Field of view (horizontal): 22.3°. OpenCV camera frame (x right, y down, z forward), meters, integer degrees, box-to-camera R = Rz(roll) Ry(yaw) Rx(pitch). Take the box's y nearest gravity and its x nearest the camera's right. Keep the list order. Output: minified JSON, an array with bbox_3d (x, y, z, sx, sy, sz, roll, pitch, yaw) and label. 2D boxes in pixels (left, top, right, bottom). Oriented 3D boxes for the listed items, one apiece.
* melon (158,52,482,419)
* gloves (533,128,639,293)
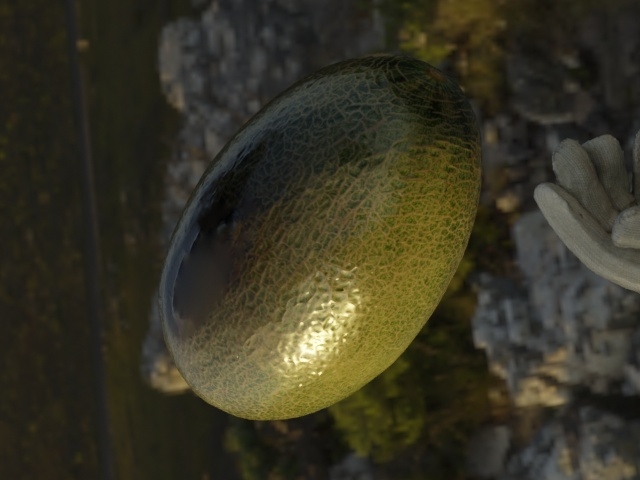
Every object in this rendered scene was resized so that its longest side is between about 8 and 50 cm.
[{"bbox_3d":[0.000,0.000,0.594,0.162,0.099,0.099,-53,48,36],"label":"melon"},{"bbox_3d":[0.089,-0.001,0.384,0.037,0.081,0.044,-62,3,5],"label":"gloves"}]
